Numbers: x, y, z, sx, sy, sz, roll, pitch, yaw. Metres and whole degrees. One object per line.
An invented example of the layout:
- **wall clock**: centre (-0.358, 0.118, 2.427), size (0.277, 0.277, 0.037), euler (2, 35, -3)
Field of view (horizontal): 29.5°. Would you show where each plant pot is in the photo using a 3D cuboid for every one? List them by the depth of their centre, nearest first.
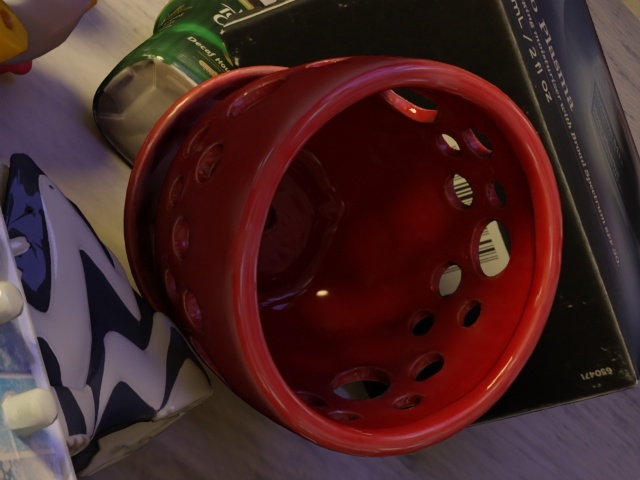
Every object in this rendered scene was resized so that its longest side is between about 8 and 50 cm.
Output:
- **plant pot**: centre (0.000, 0.000, 0.633), size (0.191, 0.191, 0.174), euler (34, -11, -31)

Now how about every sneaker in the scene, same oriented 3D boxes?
- **sneaker**: centre (-0.150, 0.034, 0.507), size (0.153, 0.094, 0.235), euler (55, 26, 10)

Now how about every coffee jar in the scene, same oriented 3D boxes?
- **coffee jar**: centre (-0.079, -0.111, 0.814), size (0.096, 0.079, 0.184), euler (44, 27, -16)

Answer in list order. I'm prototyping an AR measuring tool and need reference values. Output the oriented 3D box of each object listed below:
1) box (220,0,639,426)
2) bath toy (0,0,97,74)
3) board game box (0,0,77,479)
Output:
- **box**: centre (0.111, -0.068, 0.858), size (0.296, 0.182, 0.294), euler (68, 23, -12)
- **bath toy**: centre (-0.210, -0.238, 0.731), size (0.151, 0.129, 0.348), euler (-16, 59, -14)
- **board game box**: centre (-0.141, 0.035, 0.241), size (0.390, 0.050, 0.390), euler (71, 15, 12)
